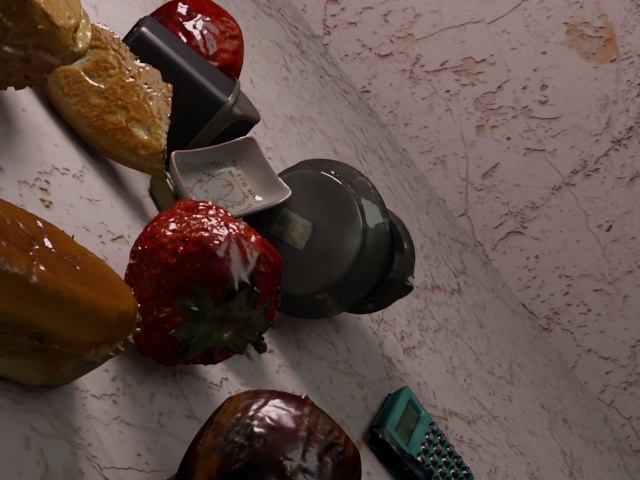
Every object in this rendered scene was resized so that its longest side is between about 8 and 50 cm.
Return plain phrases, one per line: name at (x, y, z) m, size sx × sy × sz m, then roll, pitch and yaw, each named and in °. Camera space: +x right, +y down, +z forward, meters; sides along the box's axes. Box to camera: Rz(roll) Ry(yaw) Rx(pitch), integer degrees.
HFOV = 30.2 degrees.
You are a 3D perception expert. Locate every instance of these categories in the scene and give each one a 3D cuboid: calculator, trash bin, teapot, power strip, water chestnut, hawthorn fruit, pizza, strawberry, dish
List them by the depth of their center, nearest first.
water chestnut at (-0.105, 0.365, 1.530) m, size 0.302 × 0.350 × 0.350 m, roll 11°, pitch 20°, yaw 9°
strawberry at (-0.194, 0.053, 1.844) m, size 0.257 × 0.257 × 0.277 m, roll 25°, pitch 24°, yaw -51°
pizza at (-0.373, -0.262, 2.077) m, size 0.365 × 0.182 × 0.074 m, roll 45°, pitch -19°, yaw -5°
power strip at (-0.190, 0.035, 2.128) m, size 0.092 × 0.066 × 0.387 m, roll 4°, pitch 52°, yaw -61°
dish at (-0.173, -0.098, 2.143) m, size 0.212 × 0.077 × 0.151 m, roll -18°, pitch 68°, yaw -45°
trash bin at (-0.276, -0.263, 2.233) m, size 0.290 × 0.209 × 0.182 m, roll 41°, pitch 18°, yaw -16°
calculator at (0.208, 0.432, 2.343) m, size 0.274 × 0.058 × 0.248 m, roll 53°, pitch 21°, yaw -3°
teapot at (0.000, 0.000, 2.348) m, size 0.376 × 0.305 × 0.362 m, roll 29°, pitch 1°, yaw 24°
hawthorn fruit at (-0.286, -0.377, 2.418) m, size 0.266 × 0.210 × 0.230 m, roll -29°, pitch 95°, yaw -56°

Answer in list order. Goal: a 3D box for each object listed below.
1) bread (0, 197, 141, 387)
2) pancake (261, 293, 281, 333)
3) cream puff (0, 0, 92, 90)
bread at (-0.393, 0.055, 1.496) m, size 0.388 × 0.183 × 0.236 m, roll 24°, pitch 33°, yaw -53°
pancake at (-0.155, 0.086, 2.046) m, size 0.199 × 0.021 × 0.199 m, roll 12°, pitch 55°, yaw -18°
cream puff at (-0.526, -0.380, 1.842) m, size 0.343 × 0.231 × 0.327 m, roll 36°, pitch 27°, yaw -62°
